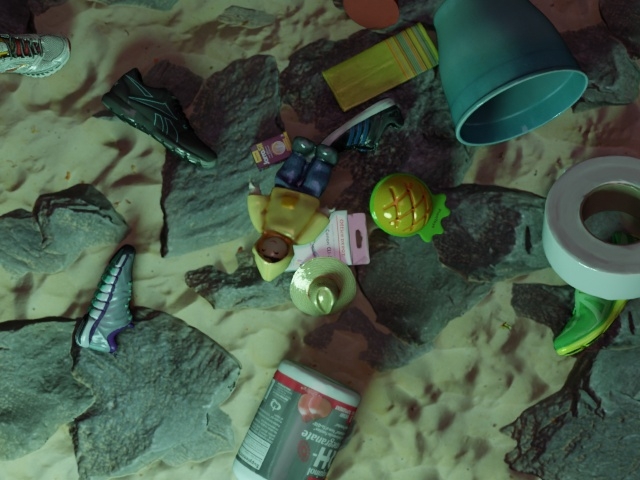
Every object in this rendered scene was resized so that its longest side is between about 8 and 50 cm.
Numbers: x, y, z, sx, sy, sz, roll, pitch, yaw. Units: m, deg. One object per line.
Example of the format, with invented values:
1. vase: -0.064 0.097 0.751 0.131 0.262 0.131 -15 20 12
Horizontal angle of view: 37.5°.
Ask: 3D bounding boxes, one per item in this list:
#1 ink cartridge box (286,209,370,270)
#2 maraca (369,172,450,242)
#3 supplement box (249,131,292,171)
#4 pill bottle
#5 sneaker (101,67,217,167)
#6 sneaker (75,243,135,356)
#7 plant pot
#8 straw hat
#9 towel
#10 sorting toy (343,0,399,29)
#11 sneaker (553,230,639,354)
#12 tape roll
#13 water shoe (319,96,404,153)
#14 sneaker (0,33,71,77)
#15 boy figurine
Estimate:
1. ink cartridge box: 0.000 0.000 1.912 0.198 0.067 0.115 -5 85 -2
2. maraca: 0.182 -0.066 1.912 0.185 0.099 0.127 19 94 -25
3. supplement box: -0.098 -0.182 1.935 0.083 0.043 0.055 -23 88 -3
4. pill bottle: -0.062 0.406 1.825 0.176 0.176 0.318 25 86 0
5. sneaker: -0.311 -0.246 1.905 0.267 0.101 0.106 35 83 1
6. sneaker: -0.405 0.121 1.898 0.098 0.083 0.224 26 90 -20
7. plant pot: 0.349 -0.365 1.866 0.271 0.271 0.255 -20 72 -3
8. straw hat: 0.006 0.109 1.872 0.144 0.061 0.144 -2 120 -4
9. towel: 0.130 -0.361 1.970 0.237 0.021 0.102 -28 81 -3
10. sorting toy: 0.040 -0.592 1.898 0.365 0.127 0.126 40 58 -28
11. sneaker: 0.558 0.109 1.915 0.123 0.109 0.295 36 82 15
12. tape roll: 0.581 -0.029 1.856 0.286 0.100 0.286 -4 57 7
13. water shoe: 0.082 -0.212 1.928 0.203 0.073 0.080 -36 90 -4
14. sneaker: -0.618 -0.376 1.908 0.225 0.093 0.088 -10 86 -3
15. boy figurine: -0.068 -0.060 1.840 0.177 0.092 0.285 23 72 4
